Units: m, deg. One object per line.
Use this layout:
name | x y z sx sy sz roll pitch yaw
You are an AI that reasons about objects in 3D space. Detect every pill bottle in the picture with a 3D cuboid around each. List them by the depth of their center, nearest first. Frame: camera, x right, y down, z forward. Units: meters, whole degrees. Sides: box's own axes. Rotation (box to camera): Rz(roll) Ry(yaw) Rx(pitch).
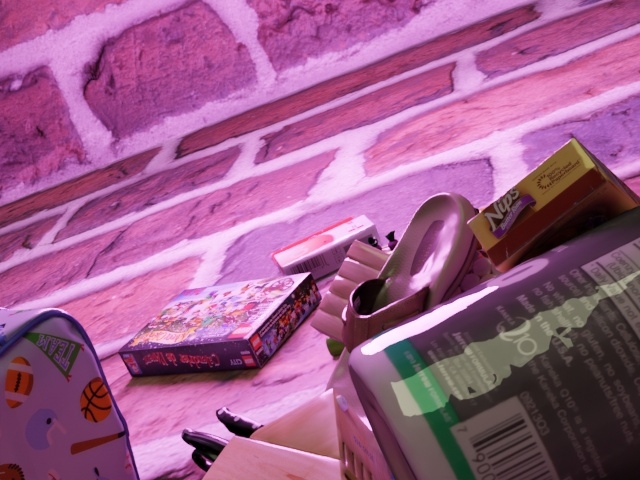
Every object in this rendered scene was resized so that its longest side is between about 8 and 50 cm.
pill bottle | 0.221 0.093 0.765 0.361 0.204 0.204 -25 19 -7

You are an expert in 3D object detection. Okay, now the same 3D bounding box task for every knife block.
knife block | -0.058 0.243 0.860 0.242 0.088 0.275 -33 27 14

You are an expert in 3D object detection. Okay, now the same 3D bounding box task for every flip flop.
flip flop | 0.067 0.066 0.987 0.112 0.080 0.277 8 66 47

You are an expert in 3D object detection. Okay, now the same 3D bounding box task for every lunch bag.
lunch bag | -0.271 0.214 0.877 0.115 0.303 0.243 -1 28 32

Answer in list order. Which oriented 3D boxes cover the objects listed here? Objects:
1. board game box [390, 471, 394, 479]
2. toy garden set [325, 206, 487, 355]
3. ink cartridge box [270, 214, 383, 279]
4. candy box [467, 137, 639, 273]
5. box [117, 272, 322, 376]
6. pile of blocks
board game box | 0.113 0.181 0.920 0.169 0.033 0.133 -23 20 4
toy garden set | 0.119 0.035 1.278 0.204 0.049 0.244 -17 20 20
ink cartridge box | 0.000 0.000 1.524 0.145 0.045 0.179 -25 21 -5
candy box | 0.214 -0.005 0.866 0.109 0.187 0.053 -41 57 19
box | -0.133 0.112 1.380 0.233 0.044 0.159 -9 23 37
pile of blocks | 0.174 0.075 1.055 0.362 0.112 0.149 -7 62 31
